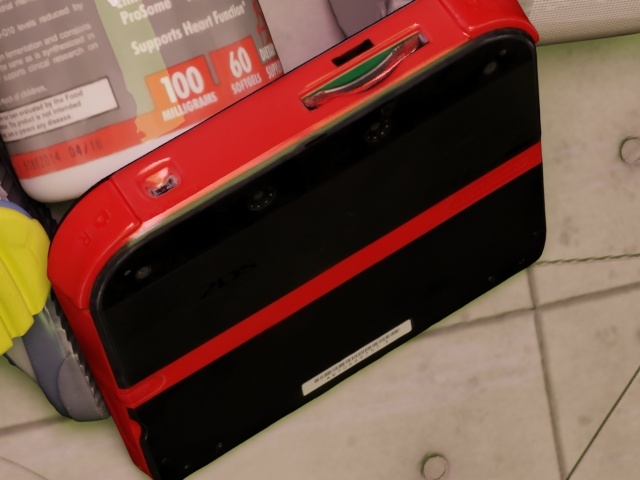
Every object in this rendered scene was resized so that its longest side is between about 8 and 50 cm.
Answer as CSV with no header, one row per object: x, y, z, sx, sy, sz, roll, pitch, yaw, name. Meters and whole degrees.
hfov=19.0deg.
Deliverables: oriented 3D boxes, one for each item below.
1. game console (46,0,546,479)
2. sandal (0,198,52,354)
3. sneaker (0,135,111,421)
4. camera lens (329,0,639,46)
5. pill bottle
0.000,0.000,1.409,0.386,0.342,0.060,-30,59,-12,game console
-0.336,0.051,1.301,0.317,0.138,0.126,-22,112,-19,sandal
-0.266,0.010,1.419,0.131,0.112,0.319,-25,102,9,sneaker
0.152,-0.257,1.454,0.274,0.219,0.219,-9,96,-16,camera lens
-0.175,-0.227,1.362,0.210,0.210,0.363,-23,100,-14,pill bottle
